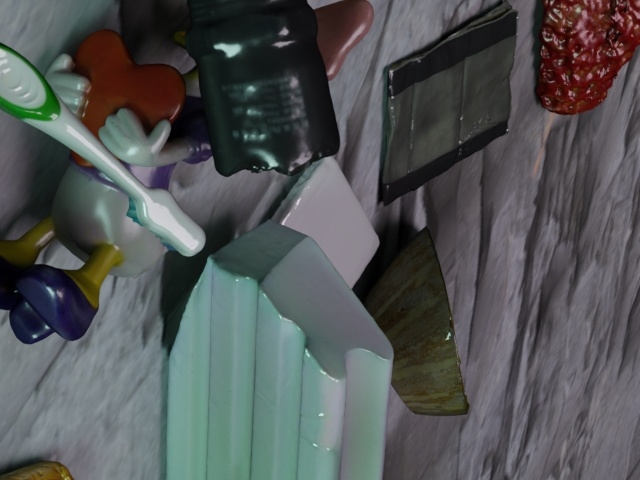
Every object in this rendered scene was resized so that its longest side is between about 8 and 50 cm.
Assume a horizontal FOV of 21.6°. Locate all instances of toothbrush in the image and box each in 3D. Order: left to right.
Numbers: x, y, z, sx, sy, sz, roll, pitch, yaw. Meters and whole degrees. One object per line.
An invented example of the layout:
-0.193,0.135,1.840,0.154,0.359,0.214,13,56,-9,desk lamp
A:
-0.226,-0.120,1.168,0.418,0.040,0.042,44,70,-31,toothbrush

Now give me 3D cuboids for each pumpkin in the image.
0.102,0.102,1.868,0.110,0.217,0.217,-18,136,-1,pumpkin

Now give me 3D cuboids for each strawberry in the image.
0.344,-0.249,2.006,0.190,0.111,0.237,-23,130,-50,strawberry

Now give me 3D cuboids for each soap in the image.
-0.043,0.167,1.621,0.115,0.208,0.347,-30,133,-45,soap

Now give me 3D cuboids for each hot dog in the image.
-0.280,0.239,1.473,0.165,0.045,0.071,-13,119,-51,hot dog

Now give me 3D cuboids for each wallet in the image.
0.000,0.000,1.741,0.124,0.032,0.183,-55,145,-16,wallet

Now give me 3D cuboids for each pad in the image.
0.144,-0.154,1.860,0.233,0.022,0.174,-32,135,-41,pad

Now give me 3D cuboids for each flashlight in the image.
-0.069,-0.257,1.265,0.103,0.103,0.424,-19,100,-50,flashlight

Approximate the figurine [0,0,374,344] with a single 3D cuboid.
-0.132,-0.080,1.381,0.421,0.154,0.193,-55,149,-14,figurine
